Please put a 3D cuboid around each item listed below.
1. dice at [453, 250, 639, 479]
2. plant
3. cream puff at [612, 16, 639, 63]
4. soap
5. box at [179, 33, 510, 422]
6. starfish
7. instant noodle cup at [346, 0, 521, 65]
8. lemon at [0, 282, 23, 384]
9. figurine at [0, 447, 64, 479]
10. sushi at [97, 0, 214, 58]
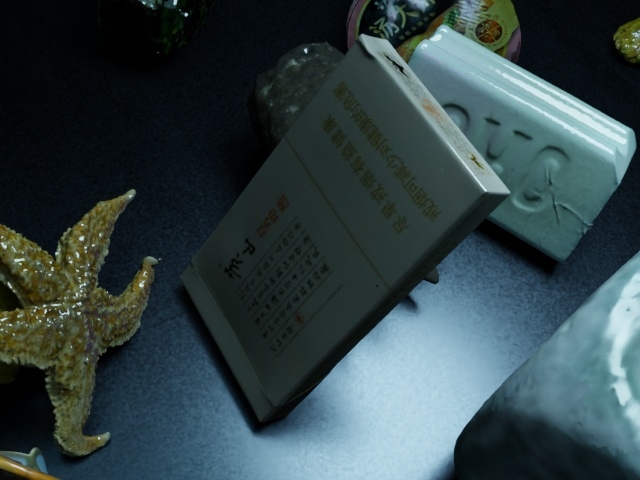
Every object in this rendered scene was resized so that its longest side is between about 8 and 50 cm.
[{"bbox_3d":[0.355,0.196,0.774,0.348,0.330,0.328,-35,70,-25],"label":"dice"},{"bbox_3d":[0.044,-0.088,0.971,0.181,0.194,0.321,-37,60,-2],"label":"plant"},{"bbox_3d":[0.493,-0.315,1.282,0.083,0.058,0.083,-22,62,-20],"label":"cream puff"},{"bbox_3d":[0.227,-0.121,1.037,0.289,0.173,0.095,33,40,11],"label":"soap"},{"bbox_3d":[0.000,0.001,0.832,0.051,0.365,0.205,-4,53,-49],"label":"box"},{"bbox_3d":[-0.257,0.055,0.813,0.060,0.302,0.299,-4,71,26],"label":"starfish"},{"bbox_3d":[0.167,-0.347,1.161,0.243,0.244,0.255,14,48,-1],"label":"instant noodle cup"},{"bbox_3d":[-0.385,0.077,0.814,0.206,0.173,0.174,28,57,-2],"label":"lemon"},{"bbox_3d":[-0.223,0.297,0.654,0.388,0.277,0.248,27,54,13],"label":"figurine"},{"bbox_3d":[-0.212,-0.348,1.141,0.127,0.124,0.225,17,51,1],"label":"sushi"}]
